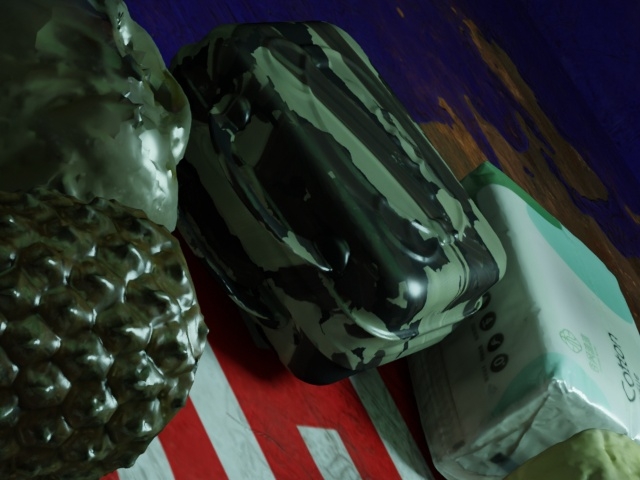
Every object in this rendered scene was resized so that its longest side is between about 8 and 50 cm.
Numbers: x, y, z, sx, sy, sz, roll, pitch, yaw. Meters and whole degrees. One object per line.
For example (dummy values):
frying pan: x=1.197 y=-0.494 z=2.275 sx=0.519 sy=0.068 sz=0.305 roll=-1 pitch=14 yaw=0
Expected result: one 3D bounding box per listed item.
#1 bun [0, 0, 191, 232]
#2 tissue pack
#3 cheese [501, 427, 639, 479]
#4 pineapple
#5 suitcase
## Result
bun: x=-0.208 y=-0.089 z=1.267 sx=0.281 sy=0.205 sz=0.281 roll=40 pitch=24 yaw=-22
tissue pack: x=0.225 y=0.127 z=1.803 sx=0.266 sy=0.194 sz=0.356 roll=38 pitch=25 yaw=-33
cheese: x=0.235 y=0.277 z=1.552 sx=0.226 sy=0.214 sz=0.117 roll=30 pitch=25 yaw=-33
pineapple: x=-0.249 y=0.045 z=1.014 sx=0.362 sy=0.202 sz=0.202 roll=14 pitch=41 yaw=-42
suitcase: x=-0.022 y=-0.037 z=1.582 sx=0.351 sy=0.194 sz=0.339 roll=55 pitch=28 yaw=11
